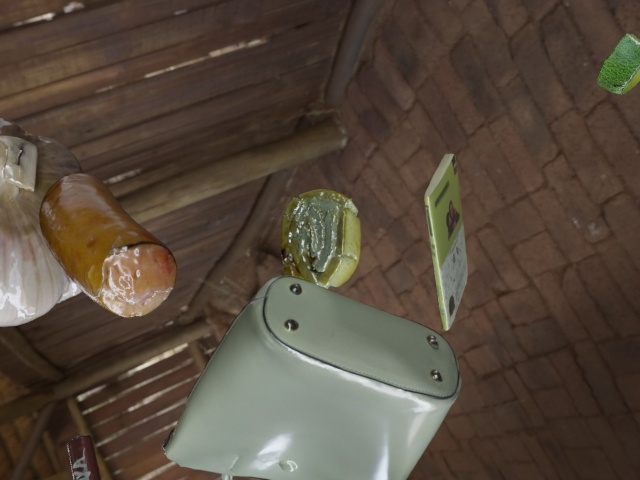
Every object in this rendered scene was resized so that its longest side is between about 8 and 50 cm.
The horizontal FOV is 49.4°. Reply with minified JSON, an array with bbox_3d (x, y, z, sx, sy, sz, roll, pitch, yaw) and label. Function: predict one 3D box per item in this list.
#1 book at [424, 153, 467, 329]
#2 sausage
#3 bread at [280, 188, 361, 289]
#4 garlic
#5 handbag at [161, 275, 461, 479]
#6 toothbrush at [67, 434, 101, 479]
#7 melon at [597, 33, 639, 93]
[{"bbox_3d":[0.296,0.005,1.622,0.035,0.239,0.352,1,120,24],"label":"book"},{"bbox_3d":[-0.262,-0.005,0.808,0.270,0.109,0.108,35,144,50],"label":"sausage"},{"bbox_3d":[0.000,0.000,1.044,0.064,0.118,0.156,40,-136,-62],"label":"bread"},{"bbox_3d":[-0.453,-0.024,0.952,0.241,0.322,0.321,-4,108,65],"label":"garlic"},{"bbox_3d":[-0.020,0.196,0.672,0.109,0.241,0.315,-81,15,-60],"label":"handbag"},{"bbox_3d":[-0.317,0.453,1.011,0.041,0.041,0.364,94,155,-55],"label":"toothbrush"},{"bbox_3d":[0.643,-0.361,1.458,0.064,0.209,0.118,41,116,20],"label":"melon"}]
